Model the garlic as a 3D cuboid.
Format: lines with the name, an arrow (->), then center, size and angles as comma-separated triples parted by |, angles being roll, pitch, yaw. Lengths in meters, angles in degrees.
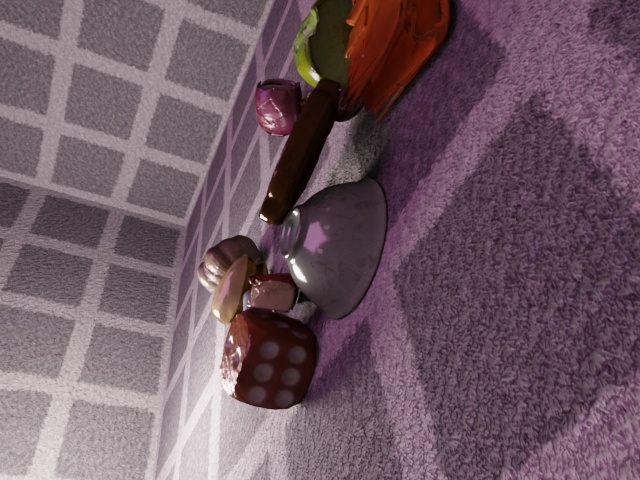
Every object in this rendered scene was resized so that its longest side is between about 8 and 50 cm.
garlic -> -0.288, 0.085, 1.811 | 0.152, 0.228, 0.228 | 48, 132, 15

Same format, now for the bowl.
bowl -> 0.000, 0.000, 1.170 | 0.313, 0.146, 0.313 | -165, 90, -71

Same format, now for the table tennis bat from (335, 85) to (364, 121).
table tennis bat -> 0.071, -0.325, 1.427 | 0.170, 0.119, 0.107 | 19, 76, 42

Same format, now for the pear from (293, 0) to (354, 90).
pear -> 0.014, -0.562, 1.550 | 0.292, 0.159, 0.292 | -164, 90, -73

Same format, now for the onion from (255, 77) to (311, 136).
onion -> -0.135, -0.435, 1.827 | 0.207, 0.201, 0.200 | 51, 124, 49

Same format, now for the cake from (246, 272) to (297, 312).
cake -> -0.111, 0.119, 1.313 | 0.220, 0.117, 0.086 | -86, 6, -88

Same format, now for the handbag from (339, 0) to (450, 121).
handbag -> 0.155, -0.501, 1.198 | 0.303, 0.116, 0.410 | 131, 149, -55

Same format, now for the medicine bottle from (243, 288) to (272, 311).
medicine bottle -> -0.172, 0.236, 1.530 | 0.083, 0.083, 0.203 | -52, 34, 46

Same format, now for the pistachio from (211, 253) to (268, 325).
pistachio -> -0.241, 0.157, 1.678 | 0.229, 0.157, 0.157 | -66, 20, 2

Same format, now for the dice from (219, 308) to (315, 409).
dice -> -0.121, 0.266, 1.245 | 0.179, 0.174, 0.174 | -136, 65, -68

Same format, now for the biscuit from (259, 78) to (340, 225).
biscuit -> -0.042, -0.189, 1.256 | 0.381, 0.074, 0.358 | 101, -165, -81
